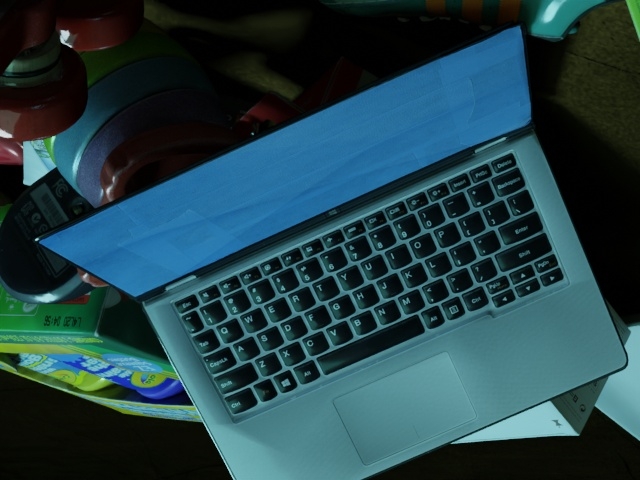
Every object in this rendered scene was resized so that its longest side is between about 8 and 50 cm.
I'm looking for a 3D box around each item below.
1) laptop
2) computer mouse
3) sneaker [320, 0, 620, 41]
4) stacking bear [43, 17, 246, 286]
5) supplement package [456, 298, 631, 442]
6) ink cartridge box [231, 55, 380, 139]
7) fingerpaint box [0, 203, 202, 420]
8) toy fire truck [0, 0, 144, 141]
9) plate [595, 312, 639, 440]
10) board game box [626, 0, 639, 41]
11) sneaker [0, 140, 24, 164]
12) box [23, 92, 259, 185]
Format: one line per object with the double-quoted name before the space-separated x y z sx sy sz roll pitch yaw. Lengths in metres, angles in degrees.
"laptop" 0.040 0.055 1.167 0.382 0.236 0.408 -24 110 5
"computer mouse" -0.188 -0.033 1.349 0.272 0.188 0.072 -36 157 12
"sneaker" 0.129 -0.192 1.035 0.302 0.108 0.121 -2 143 39
"stacking bear" -0.190 -0.132 1.243 0.289 0.164 0.175 54 142 25
"supplement package" 0.141 0.091 1.467 0.262 0.145 0.204 -15 123 49
"ink cartridge box" 0.038 -0.085 1.332 0.231 0.078 0.134 29 152 -15
"fingerpaint box" -0.224 0.095 1.652 0.445 0.163 0.371 -2 158 46
"toy fire truck" -0.283 -0.218 1.093 0.254 0.302 0.169 12 132 9
"plate" 0.401 0.147 1.533 0.278 0.045 0.277 37 150 -27
"board game box" 0.333 -0.175 0.922 0.259 0.039 0.124 -12 142 20
"sneaker" -0.434 -0.082 1.629 0.221 0.128 0.087 8 151 28
"box" -0.184 -0.097 1.444 0.233 0.044 0.159 14 139 0
